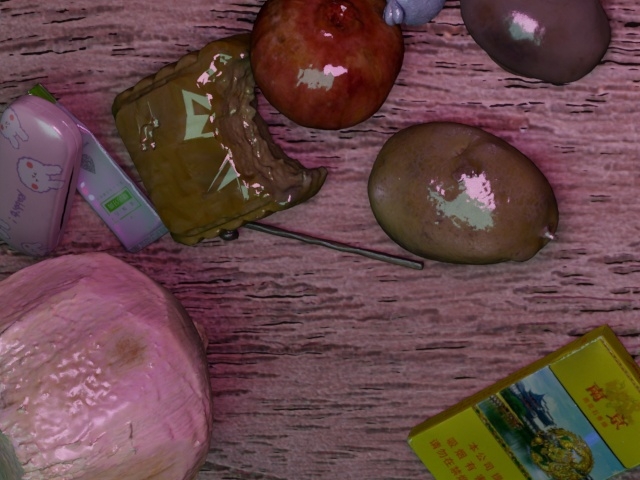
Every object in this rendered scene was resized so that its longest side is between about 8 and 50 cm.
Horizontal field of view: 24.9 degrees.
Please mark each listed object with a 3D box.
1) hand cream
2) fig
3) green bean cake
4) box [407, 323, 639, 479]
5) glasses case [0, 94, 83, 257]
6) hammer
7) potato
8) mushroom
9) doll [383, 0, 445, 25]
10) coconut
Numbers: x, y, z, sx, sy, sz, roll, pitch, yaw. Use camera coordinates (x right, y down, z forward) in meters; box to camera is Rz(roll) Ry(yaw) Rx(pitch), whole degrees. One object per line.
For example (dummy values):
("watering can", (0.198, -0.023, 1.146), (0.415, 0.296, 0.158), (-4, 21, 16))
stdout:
("hand cream", (-0.325, -0.100, 2.037), (0.275, 0.050, 0.079), (51, 147, -13))
("fig", (0.009, -0.222, 1.778), (0.205, 0.205, 0.205), (8, 116, 17))
("green bean cake", (-0.135, -0.128, 1.884), (0.233, 0.124, 0.236), (-22, 96, 26))
("box", (0.302, 0.264, 1.967), (0.335, 0.047, 0.187), (-33, 99, 29))
("glasses case", (-0.399, -0.084, 2.012), (0.113, 0.075, 0.297), (31, 141, 6))
("hammer", (0.000, 0.000, 1.970), (0.292, 0.029, 0.058), (13, 120, 12))
("potato", (0.184, -0.051, 1.805), (0.251, 0.159, 0.174), (21, 146, 24))
("mushroom", (0.242, -0.252, 1.698), (0.188, 0.117, 0.141), (31, 129, 10))
("doll", (0.109, -0.344, 1.722), (0.075, 0.120, 0.179), (10, 111, 37))
("coconut", (-0.310, 0.210, 2.002), (0.405, 0.404, 0.404), (8, 116, 17))
